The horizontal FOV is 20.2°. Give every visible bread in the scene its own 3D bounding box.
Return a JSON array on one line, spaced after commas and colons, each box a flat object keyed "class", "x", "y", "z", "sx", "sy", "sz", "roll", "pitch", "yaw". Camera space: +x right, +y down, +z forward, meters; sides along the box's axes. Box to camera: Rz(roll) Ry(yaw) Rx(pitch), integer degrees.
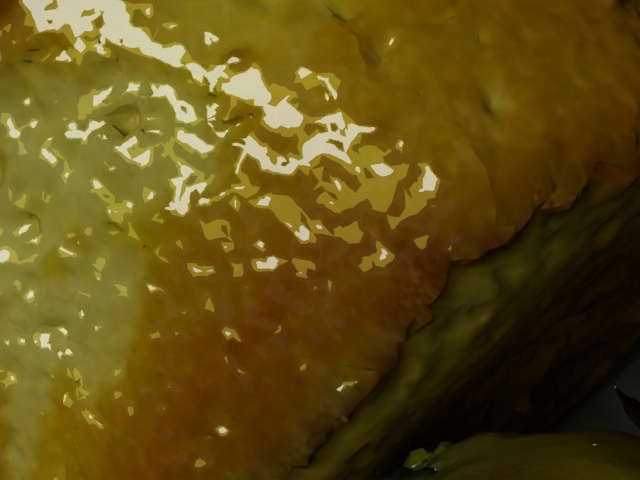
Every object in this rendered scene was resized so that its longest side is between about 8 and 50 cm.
[{"class": "bread", "x": 0.000, "y": 0.000, "z": 0.487, "sx": 0.268, "sy": 0.268, "sz": 0.146, "roll": -44, "pitch": 71, "yaw": 17}]

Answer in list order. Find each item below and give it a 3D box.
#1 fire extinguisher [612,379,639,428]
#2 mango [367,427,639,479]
[{"class": "fire extinguisher", "x": 0.169, "y": 0.012, "z": 0.479, "sx": 0.252, "sy": 0.075, "sz": 0.106, "roll": -37, "pitch": 111, "yaw": 20}, {"class": "mango", "x": 0.083, "y": 0.147, "z": 0.432, "sx": 0.130, "sy": 0.262, "sz": 0.167, "roll": -24, "pitch": 54, "yaw": 24}]
